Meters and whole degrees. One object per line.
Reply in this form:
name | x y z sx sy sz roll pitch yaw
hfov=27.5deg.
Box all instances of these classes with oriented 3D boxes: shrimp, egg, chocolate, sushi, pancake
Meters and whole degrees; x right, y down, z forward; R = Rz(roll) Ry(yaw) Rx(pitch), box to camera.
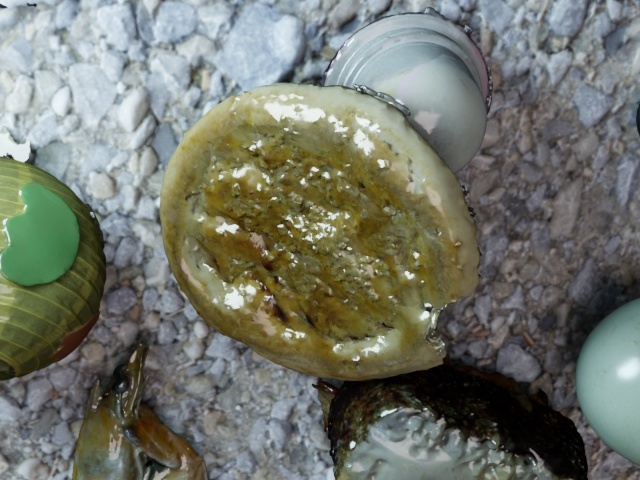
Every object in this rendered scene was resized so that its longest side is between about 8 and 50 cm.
shrimp | -0.214 0.263 1.588 0.168 0.077 0.317 3 116 -19
egg | 0.479 0.175 1.548 0.371 0.230 0.229 8 111 -16
chocolate | 0.099 -0.135 1.420 0.221 0.147 0.221 -2 115 -4
sushi | 0.149 0.249 1.568 0.343 0.182 0.196 23 112 -15
pancake | 0.000 -0.001 1.414 0.382 0.071 0.382 13 123 21

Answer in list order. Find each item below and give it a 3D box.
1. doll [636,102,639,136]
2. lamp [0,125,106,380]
doll | 0.474 -0.150 1.472 0.234 0.143 0.135 -48 134 11
lamp | -0.351 0.008 1.393 0.250 0.284 0.250 0 155 0
